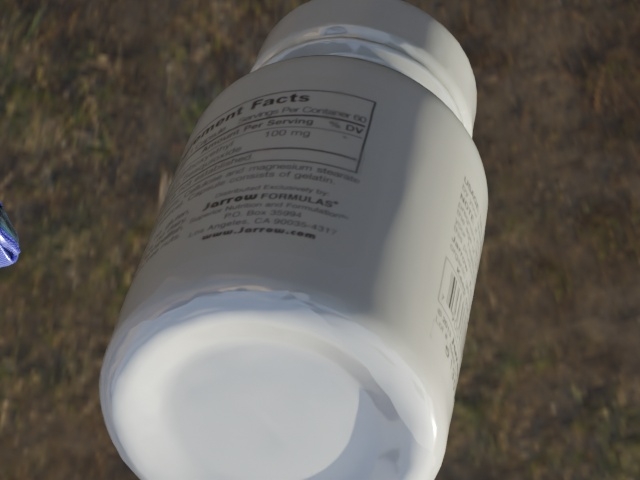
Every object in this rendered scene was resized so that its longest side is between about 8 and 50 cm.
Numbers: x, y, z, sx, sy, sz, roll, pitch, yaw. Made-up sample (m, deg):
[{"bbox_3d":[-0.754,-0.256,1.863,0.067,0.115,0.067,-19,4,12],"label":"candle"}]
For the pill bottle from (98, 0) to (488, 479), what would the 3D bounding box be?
[{"bbox_3d":[0.000,0.000,0.794,0.131,0.229,0.131,6,129,8],"label":"pill bottle"}]

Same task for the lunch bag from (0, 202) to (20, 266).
[{"bbox_3d":[-0.180,-0.030,0.586,0.129,0.096,0.151,-23,117,6],"label":"lunch bag"}]
